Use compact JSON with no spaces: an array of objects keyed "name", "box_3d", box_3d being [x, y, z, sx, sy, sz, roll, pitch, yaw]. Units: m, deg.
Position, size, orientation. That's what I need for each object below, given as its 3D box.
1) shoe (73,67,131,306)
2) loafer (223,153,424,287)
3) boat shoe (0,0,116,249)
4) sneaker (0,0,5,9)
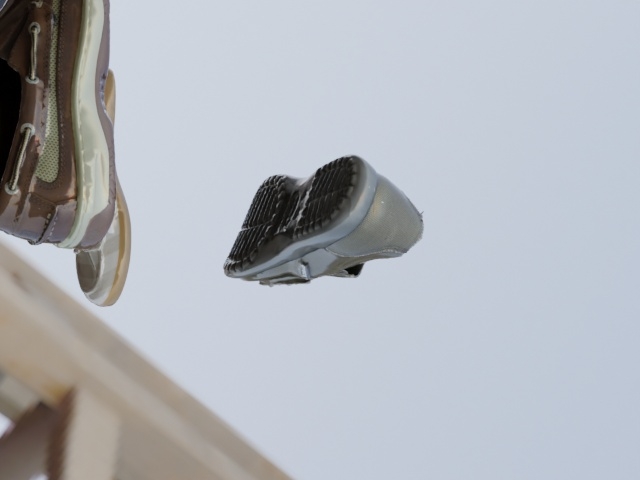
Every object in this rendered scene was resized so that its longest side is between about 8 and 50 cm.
[{"name":"shoe","box_3d":[-0.212,-0.048,1.637,0.076,0.058,0.219,-20,-107,58]},{"name":"loafer","box_3d":[0.000,0.000,1.425,0.094,0.087,0.251,-66,-161,-14]},{"name":"boat shoe","box_3d":[-0.196,-0.122,1.227,0.095,0.095,0.257,-41,-129,53]},{"name":"sneaker","box_3d":[-0.275,-0.193,1.460,0.170,0.051,0.089,-54,167,18]}]
